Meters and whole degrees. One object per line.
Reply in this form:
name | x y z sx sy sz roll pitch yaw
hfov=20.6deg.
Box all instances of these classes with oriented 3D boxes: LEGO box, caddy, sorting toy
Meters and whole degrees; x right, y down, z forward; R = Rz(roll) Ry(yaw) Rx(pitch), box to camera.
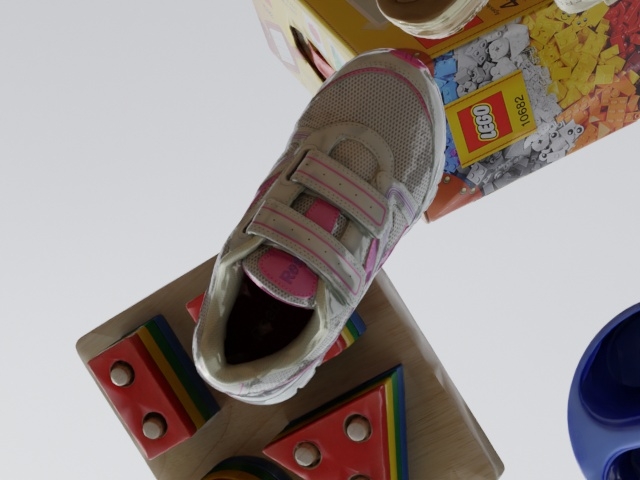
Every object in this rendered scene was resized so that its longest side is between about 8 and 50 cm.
LEGO box | 0.159 -0.277 2.009 0.372 0.193 0.500 -26 -145 -8
caddy | 0.406 0.151 1.664 0.341 0.241 0.179 -15 180 15
sorting toy | -0.039 0.136 1.334 0.257 0.255 0.089 -31 -177 25

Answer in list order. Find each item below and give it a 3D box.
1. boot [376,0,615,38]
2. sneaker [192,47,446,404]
boot | 0.144 -0.208 1.211 0.095 0.203 0.262 14 -112 31
sneaker | 0.000 0.000 1.089 0.103 0.252 0.111 26 -171 3
